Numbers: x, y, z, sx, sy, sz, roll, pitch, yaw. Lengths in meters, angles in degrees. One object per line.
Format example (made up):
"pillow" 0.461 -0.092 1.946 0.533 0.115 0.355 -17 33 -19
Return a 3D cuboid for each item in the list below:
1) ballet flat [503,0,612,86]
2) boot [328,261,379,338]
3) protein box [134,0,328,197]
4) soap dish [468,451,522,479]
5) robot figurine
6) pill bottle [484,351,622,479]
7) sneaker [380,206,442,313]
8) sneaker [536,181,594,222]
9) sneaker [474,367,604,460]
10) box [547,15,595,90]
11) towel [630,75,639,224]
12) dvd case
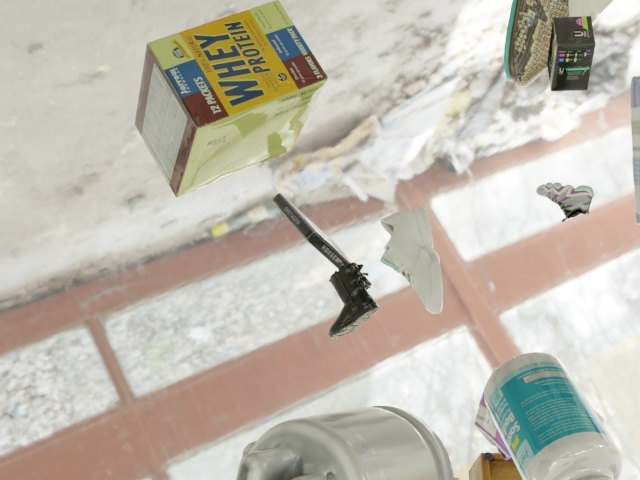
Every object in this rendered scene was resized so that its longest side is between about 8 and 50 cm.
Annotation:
"ballet flat" 0.412 -0.471 1.421 0.182 0.482 0.164 -1 149 21
"boot" 0.044 0.104 1.485 0.121 0.099 0.045 -42 153 30
"protein box" -0.129 -0.191 1.158 0.200 0.136 0.201 -26 167 -25
"soap dish" 0.450 0.535 1.709 0.291 0.118 0.229 -1 -150 9
"robot figurine" 0.040 0.319 1.078 0.353 0.300 0.199 6 103 -53
"pill bottle" 0.359 0.304 1.285 0.146 0.264 0.146 -6 125 -9
"sneaker" 0.149 0.038 1.407 0.094 0.212 0.080 -8 138 -1
"sneaker" 0.416 -0.063 1.454 0.098 0.069 0.038 4 158 30
"sneaker" 0.419 0.362 1.657 0.282 0.161 0.102 22 -179 -20
"box" 0.342 -0.255 1.156 0.052 0.062 0.083 -1 141 8
"towel" 0.597 -0.155 1.484 0.034 0.284 0.209 -5 -174 1
"dvd case" 0.000 0.000 1.723 0.029 0.238 0.179 -46 118 3
